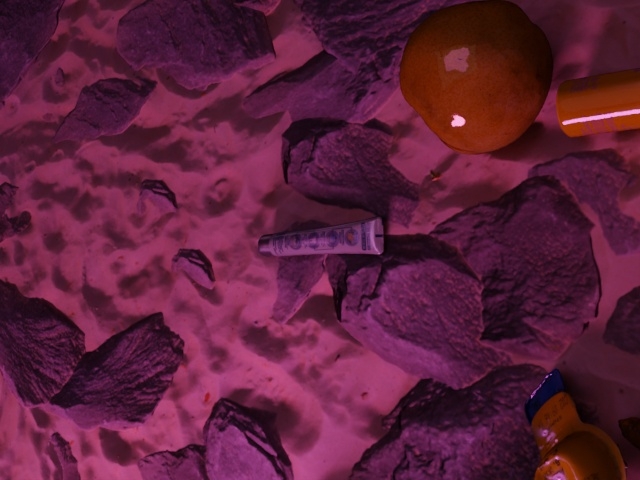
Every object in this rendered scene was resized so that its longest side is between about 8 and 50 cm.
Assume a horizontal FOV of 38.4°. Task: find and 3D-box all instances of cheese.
[{"bbox_3d":[0.306,0.281,1.124,0.270,0.069,0.177,-100,30,-47],"label":"cheese"}]

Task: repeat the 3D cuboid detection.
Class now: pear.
[{"bbox_3d":[0.218,-0.231,1.263,0.209,0.209,0.208,-9,75,37],"label":"pear"}]

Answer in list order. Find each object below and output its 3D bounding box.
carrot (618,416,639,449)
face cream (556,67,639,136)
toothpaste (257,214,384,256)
[{"bbox_3d":[0.485,0.266,1.043,0.314,0.066,0.066,17,91,43],"label":"carrot"},{"bbox_3d":[0.440,-0.185,1.158,0.273,0.078,0.078,-4,78,38],"label":"face cream"},{"bbox_3d":[0.000,0.000,1.493,0.239,0.039,0.062,-6,81,35],"label":"toothpaste"}]
